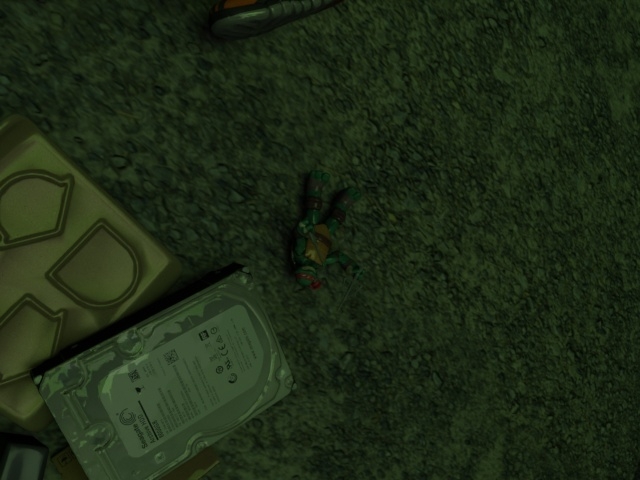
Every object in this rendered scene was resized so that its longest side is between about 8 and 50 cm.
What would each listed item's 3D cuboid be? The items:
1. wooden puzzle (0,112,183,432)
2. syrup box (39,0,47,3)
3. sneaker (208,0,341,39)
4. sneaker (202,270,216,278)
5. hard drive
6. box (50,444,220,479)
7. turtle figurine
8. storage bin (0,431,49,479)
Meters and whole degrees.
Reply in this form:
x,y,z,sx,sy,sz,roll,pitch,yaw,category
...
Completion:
x,y,z,sx,sy,sz,roll,pitch,yaw,category
-0.417,0.050,0.849,0.322,0.081,0.347,-51,122,-19,wooden puzzle
-0.460,-0.404,0.767,0.237,0.096,0.093,12,87,-32,syrup box
-0.084,-0.460,1.009,0.321,0.125,0.180,-36,108,-37,sneaker
-0.137,0.152,1.039,0.106,0.078,0.234,-26,108,-36,sneaker
-0.219,0.211,0.907,0.339,0.064,0.236,-27,108,-25,hard drive
-0.285,0.345,0.937,0.201,0.021,0.164,-33,79,-27,box
0.000,0.000,1.090,0.175,0.118,0.234,35,59,-45,turtle figurine
-0.424,0.324,0.834,0.098,0.135,0.091,22,72,-32,storage bin
